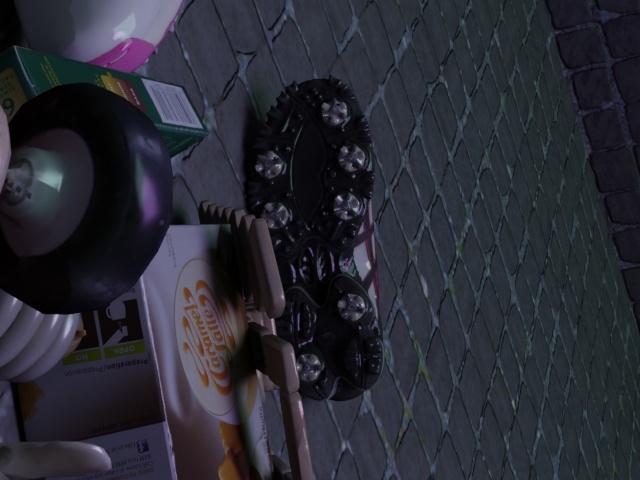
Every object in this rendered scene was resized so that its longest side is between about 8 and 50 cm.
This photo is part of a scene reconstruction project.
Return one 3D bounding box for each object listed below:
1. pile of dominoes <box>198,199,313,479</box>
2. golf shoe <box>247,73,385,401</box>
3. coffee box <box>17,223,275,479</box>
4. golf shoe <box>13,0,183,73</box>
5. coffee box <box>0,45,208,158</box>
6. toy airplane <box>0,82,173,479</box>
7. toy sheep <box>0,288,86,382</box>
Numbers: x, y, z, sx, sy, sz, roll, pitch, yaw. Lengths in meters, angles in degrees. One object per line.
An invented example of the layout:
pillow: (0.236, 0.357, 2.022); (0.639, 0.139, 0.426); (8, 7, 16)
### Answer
pile of dominoes: (-0.031, 0.071, 0.947); (0.251, 0.040, 0.196); (-166, -112, -75)
golf shoe: (0.000, 0.000, 1.202); (0.120, 0.105, 0.273); (36, 51, -82)
coffee box: (-0.101, 0.118, 0.855); (0.141, 0.098, 0.246); (-1, 81, -69)
golf shoe: (-0.153, -0.227, 0.876); (0.140, 0.115, 0.306); (60, 19, -49)
coffee box: (-0.152, -0.055, 0.790); (0.040, 0.113, 0.184); (64, 21, 10)
toy airplane: (-0.225, 0.099, 0.375); (0.384, 0.272, 0.386); (-38, 128, -36)
toy sheep: (-0.175, 0.029, 0.742); (0.132, 0.091, 0.091); (31, 49, -43)
